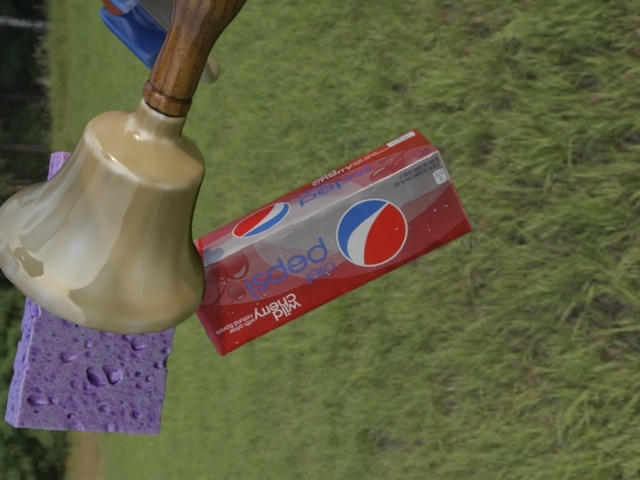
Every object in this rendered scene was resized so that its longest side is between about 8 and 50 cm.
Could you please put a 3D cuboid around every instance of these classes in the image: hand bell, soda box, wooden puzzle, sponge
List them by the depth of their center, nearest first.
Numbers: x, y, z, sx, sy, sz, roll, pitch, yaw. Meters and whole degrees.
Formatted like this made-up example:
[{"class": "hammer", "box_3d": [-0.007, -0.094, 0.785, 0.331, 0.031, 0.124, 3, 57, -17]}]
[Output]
[{"class": "hand bell", "box_3d": [-0.073, -0.081, 0.456, 0.242, 0.126, 0.126, -60, 30, 29]}, {"class": "sponge", "box_3d": [-0.168, 0.042, 0.700, 0.031, 0.117, 0.210, -2, 77, 56]}, {"class": "soda box", "box_3d": [0.000, 0.000, 0.836, 0.092, 0.263, 0.083, 63, -178, -23]}, {"class": "wooden puzzle", "box_3d": [-0.275, -0.334, 1.094, 0.322, 0.080, 0.348, 44, 178, 6]}]
